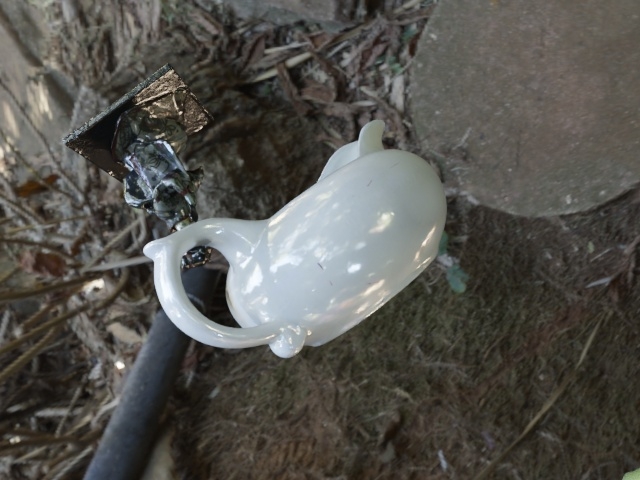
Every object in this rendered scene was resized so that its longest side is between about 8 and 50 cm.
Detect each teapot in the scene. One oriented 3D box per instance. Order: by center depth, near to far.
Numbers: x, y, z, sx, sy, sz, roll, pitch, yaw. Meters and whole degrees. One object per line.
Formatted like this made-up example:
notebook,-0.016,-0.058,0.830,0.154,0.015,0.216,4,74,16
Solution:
teapot,0.000,0.000,0.581,0.204,0.298,0.139,-34,92,42

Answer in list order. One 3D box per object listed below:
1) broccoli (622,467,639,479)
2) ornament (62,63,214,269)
broccoli,0.396,0.149,0.677,0.302,0.254,0.186,-49,50,26
ornament,-0.169,-0.063,0.850,0.153,0.166,0.196,-33,74,2
